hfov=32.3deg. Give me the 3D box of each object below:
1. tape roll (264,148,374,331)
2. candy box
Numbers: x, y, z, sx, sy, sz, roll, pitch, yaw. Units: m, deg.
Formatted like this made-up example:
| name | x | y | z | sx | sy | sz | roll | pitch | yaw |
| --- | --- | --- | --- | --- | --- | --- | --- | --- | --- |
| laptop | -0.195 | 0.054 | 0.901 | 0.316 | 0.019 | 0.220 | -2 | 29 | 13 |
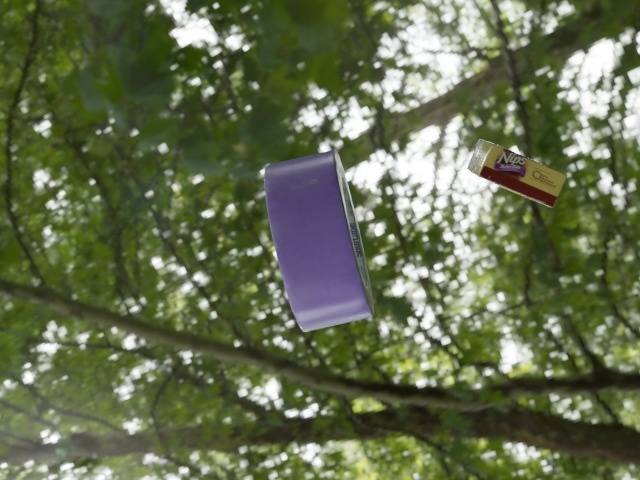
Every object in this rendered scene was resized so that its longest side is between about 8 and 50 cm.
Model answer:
| name | x | y | z | sx | sy | sz | roll | pitch | yaw |
| --- | --- | --- | --- | --- | --- | --- | --- | --- | --- |
| tape roll | 0.000 | 0.000 | 1.207 | 0.189 | 0.080 | 0.189 | -12 | -90 | -85 |
| candy box | 0.267 | -0.094 | 1.525 | 0.109 | 0.053 | 0.186 | 23 | -172 | 0 |
